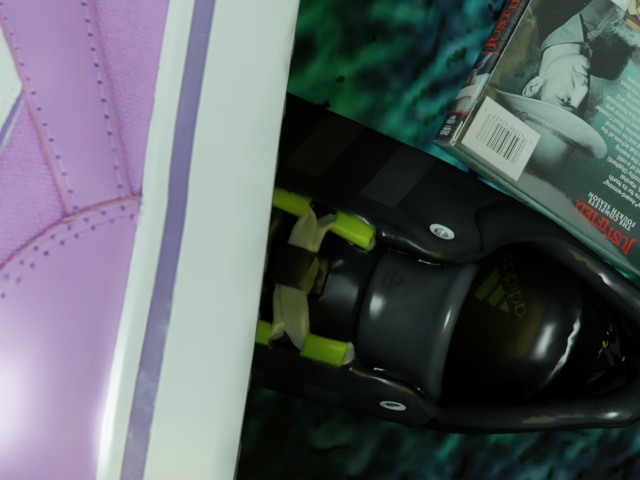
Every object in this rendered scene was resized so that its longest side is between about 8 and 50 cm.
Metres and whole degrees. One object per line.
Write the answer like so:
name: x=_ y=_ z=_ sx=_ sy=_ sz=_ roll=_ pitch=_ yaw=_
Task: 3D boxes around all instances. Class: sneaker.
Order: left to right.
sneaker: x=-0.084 y=-0.063 z=0.409 sx=0.161 sy=0.102 sz=0.282 roll=11 pitch=60 yaw=-7
sneaker: x=0.000 y=0.000 z=0.492 sx=0.234 sy=0.097 sz=0.084 roll=14 pitch=91 yaw=-30

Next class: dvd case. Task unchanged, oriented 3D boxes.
dvd case: x=0.094 y=-0.061 z=0.584 sx=0.087 sy=0.013 sz=0.119 roll=31 pitch=82 yaw=-29
